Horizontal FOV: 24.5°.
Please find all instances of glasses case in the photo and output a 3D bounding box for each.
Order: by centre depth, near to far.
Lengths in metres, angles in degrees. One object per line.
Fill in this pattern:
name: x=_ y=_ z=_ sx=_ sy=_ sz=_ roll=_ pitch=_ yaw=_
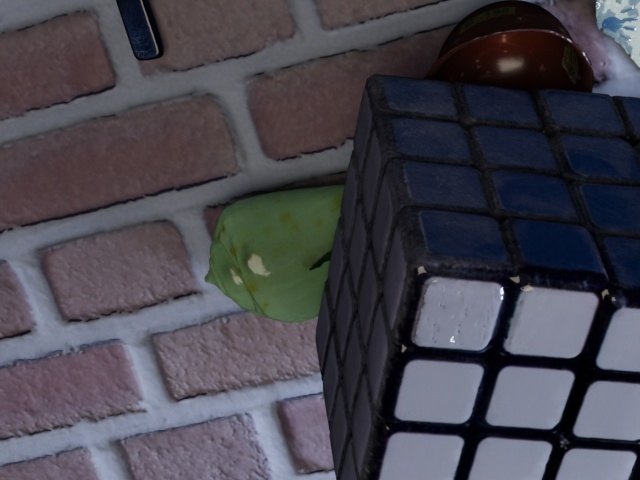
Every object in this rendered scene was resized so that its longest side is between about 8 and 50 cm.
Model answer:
glasses case: x=-0.193 y=-0.234 z=1.573 sx=0.034 sy=0.023 sz=0.083 roll=-10 pitch=109 yaw=20

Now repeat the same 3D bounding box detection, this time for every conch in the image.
conch: x=-0.003 y=0.014 z=1.605 sx=0.251 sy=0.137 sz=0.143 roll=-7 pitch=85 yaw=-7

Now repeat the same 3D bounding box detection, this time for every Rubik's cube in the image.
Rubik's cube: x=0.193 y=0.074 z=1.396 sx=0.337 sy=0.344 sz=0.343 roll=5 pitch=124 yaw=-8

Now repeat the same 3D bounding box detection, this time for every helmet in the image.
helmet: x=0.179 y=-0.177 z=1.482 sx=0.175 sy=0.106 sz=0.155 roll=-27 pitch=130 yaw=19

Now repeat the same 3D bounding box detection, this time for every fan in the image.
fan: x=0.335 y=-0.236 z=1.449 sx=0.131 sy=0.009 sz=0.240 roll=-22 pitch=126 yaw=13
